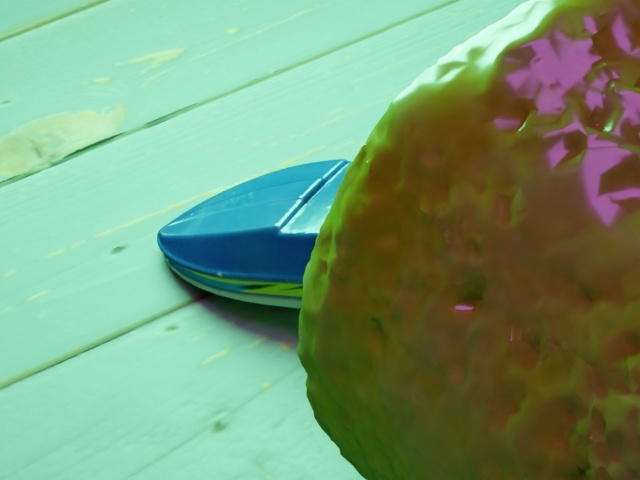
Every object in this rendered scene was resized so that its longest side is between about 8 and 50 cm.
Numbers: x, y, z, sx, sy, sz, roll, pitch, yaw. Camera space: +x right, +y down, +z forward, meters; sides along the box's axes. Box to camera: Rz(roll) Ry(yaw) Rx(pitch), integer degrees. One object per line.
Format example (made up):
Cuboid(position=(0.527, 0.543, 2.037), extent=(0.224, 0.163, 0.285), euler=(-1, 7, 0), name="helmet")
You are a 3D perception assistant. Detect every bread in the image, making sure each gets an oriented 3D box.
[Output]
Cuboid(position=(0.196, 0.057, 0.914), extent=(0.348, 0.348, 0.308), euler=(-24, 44, -19), name="bread")

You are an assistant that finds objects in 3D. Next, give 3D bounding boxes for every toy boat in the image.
Cuboid(position=(0.000, 0.000, 1.290), extent=(0.295, 0.088, 0.129), euler=(1, 34, 38), name="toy boat")
